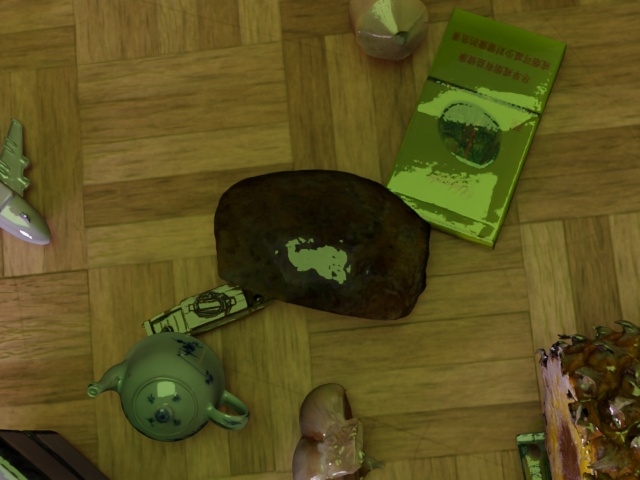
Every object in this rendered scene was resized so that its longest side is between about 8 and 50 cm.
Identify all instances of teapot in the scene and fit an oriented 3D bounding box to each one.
[{"bbox_3d":[-0.214,0.225,1.715,0.232,0.159,0.159,15,81,-5],"label":"teapot"}]

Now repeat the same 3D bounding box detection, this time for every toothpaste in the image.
[{"bbox_3d":[0.317,0.378,1.715,0.049,0.031,0.204,-6,76,4],"label":"toothpaste"}]

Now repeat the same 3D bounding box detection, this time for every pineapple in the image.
[{"bbox_3d":[0.451,0.269,1.568,0.300,0.352,0.352,-7,79,8],"label":"pineapple"}]

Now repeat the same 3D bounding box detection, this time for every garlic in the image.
[{"bbox_3d":[0.019,0.295,1.732,0.124,0.099,0.175,-6,74,24],"label":"garlic"}]

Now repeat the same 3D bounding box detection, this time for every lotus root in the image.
[{"bbox_3d":[-0.001,0.003,1.741,0.314,0.142,0.210,5,95,11],"label":"lotus root"}]

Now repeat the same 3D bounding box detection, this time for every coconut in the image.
[{"bbox_3d":[0.105,-0.333,1.809,0.116,0.116,0.122,-19,41,2],"label":"coconut"}]

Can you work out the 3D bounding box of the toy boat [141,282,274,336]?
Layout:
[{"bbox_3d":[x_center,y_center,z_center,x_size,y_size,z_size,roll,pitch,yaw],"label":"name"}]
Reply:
[{"bbox_3d":[-0.169,0.105,1.785,0.200,0.077,0.057,-21,79,1],"label":"toy boat"}]

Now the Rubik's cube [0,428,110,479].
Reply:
[{"bbox_3d":[-0.394,0.466,1.620,0.318,0.313,0.316,40,85,9],"label":"Rubik's cube"}]

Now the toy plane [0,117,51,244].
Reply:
[{"bbox_3d":[-0.519,-0.075,1.838,0.255,0.101,0.251,35,73,10],"label":"toy plane"}]

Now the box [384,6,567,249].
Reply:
[{"bbox_3d":[0.232,-0.172,1.815,0.187,0.047,0.335,20,81,8],"label":"box"}]
